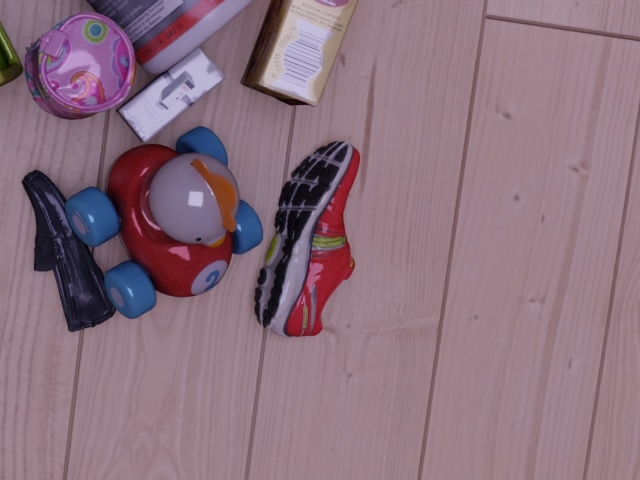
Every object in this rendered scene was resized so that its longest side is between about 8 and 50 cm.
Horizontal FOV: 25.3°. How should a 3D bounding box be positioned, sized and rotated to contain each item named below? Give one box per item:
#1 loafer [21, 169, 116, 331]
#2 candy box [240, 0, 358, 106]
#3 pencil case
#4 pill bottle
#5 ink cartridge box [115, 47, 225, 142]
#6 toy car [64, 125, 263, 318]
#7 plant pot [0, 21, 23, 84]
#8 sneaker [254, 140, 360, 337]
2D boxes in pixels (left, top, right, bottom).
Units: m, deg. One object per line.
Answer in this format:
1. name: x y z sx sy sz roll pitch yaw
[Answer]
1. loafer: -0.344 0.016 1.879 0.078 0.076 0.223 -27 104 -16
2. candy box: -0.001 -0.334 1.850 0.087 0.183 0.316 21 92 -13
3. pencil case: -0.302 -0.212 1.758 0.124 0.284 0.124 -1 95 -16
4. pill bottle: -0.246 -0.406 1.781 0.210 0.210 0.363 -40 102 -4
5. ink cartridge box: -0.198 -0.192 1.872 0.135 0.099 0.056 -40 101 -5
6. toy car: -0.161 -0.030 1.797 0.219 0.238 0.210 -31 102 -27
7. plant pot: -0.514 -0.256 1.746 0.207 0.228 0.227 -26 101 1
8. sneaker: 0.000 0.000 1.948 0.118 0.107 0.279 17 96 -31
